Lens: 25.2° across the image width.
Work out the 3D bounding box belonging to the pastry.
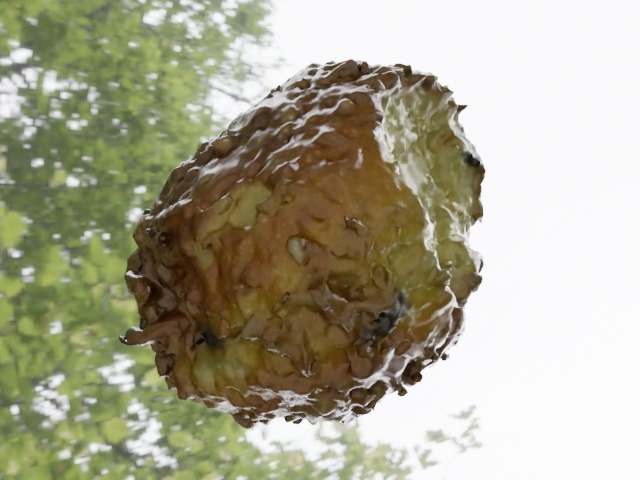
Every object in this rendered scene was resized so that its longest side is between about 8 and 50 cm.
[{"bbox_3d":[-0.014,0.011,1.355,0.337,0.405,0.292,-22,-63,23],"label":"pastry"}]
